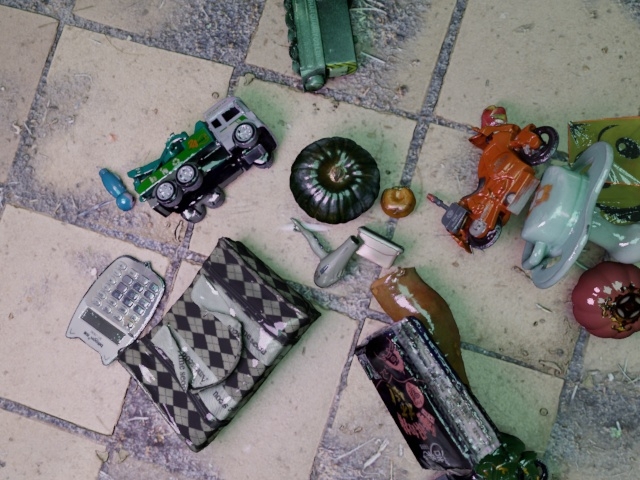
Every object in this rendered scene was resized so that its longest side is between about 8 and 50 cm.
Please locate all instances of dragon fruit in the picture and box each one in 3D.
[{"bbox_3d":[0.419,-0.288,1.386,0.056,0.060,0.084,3,87,2],"label":"dragon fruit"}]

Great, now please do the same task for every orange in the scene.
[{"bbox_3d":[0.189,-0.091,1.386,0.086,0.062,0.086,-4,68,10],"label":"orange"}]

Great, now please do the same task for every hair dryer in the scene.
[{"bbox_3d":[0.016,-0.002,1.366,0.167,0.067,0.199,-35,74,39],"label":"hair dryer"}]

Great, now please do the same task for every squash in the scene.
[{"bbox_3d":[0.035,-0.142,1.349,0.218,0.172,0.218,6,57,-9],"label":"squash"}]

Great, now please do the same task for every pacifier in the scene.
[{"bbox_3d":[0.578,-0.030,1.237,0.269,0.288,0.344,26,79,2],"label":"pacifier"}]

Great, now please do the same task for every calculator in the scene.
[{"bbox_3d":[-0.506,0.165,1.433,0.177,0.040,0.268,35,88,7],"label":"calculator"}]

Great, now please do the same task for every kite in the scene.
[{"bbox_3d":[0.723,-0.179,1.372,0.327,0.013,0.378,42,90,8],"label":"kite"}]

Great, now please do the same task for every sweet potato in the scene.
[{"bbox_3d":[0.257,0.206,1.321,0.131,0.131,0.337,-37,83,1],"label":"sweet potato"}]

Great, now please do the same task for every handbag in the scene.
[{"bbox_3d":[-0.250,0.227,1.344,0.316,0.180,0.416,40,93,12],"label":"handbag"}]

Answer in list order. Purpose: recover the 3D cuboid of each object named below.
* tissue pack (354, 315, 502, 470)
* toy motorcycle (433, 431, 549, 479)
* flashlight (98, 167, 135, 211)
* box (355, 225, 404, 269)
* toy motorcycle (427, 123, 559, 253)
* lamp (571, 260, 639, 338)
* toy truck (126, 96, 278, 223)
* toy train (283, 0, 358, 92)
[{"bbox_3d":[0.219,0.337,1.257,0.123,0.245,0.333,-28,80,-24],"label":"tissue pack"},{"bbox_3d":[0.362,0.528,1.283,0.274,0.125,0.187,-32,92,2],"label":"toy motorcycle"},{"bbox_3d":[-0.522,-0.130,1.459,0.051,0.051,0.129,-42,80,0],"label":"flashlight"},{"bbox_3d":[0.134,0.018,1.369,0.122,0.089,0.062,29,97,8],"label":"box"},{"bbox_3d":[0.391,-0.137,1.320,0.147,0.221,0.326,23,104,-34],"label":"toy motorcycle"},{"bbox_3d":[0.656,0.132,1.291,0.181,0.140,0.182,0,102,-1],"label":"lamp"},{"bbox_3d":[-0.288,-0.191,1.387,0.363,0.176,0.178,-34,70,2],"label":"toy truck"},{"bbox_3d":[0.000,-0.537,1.411,0.178,0.138,0.331,-8,85,0],"label":"toy train"}]
